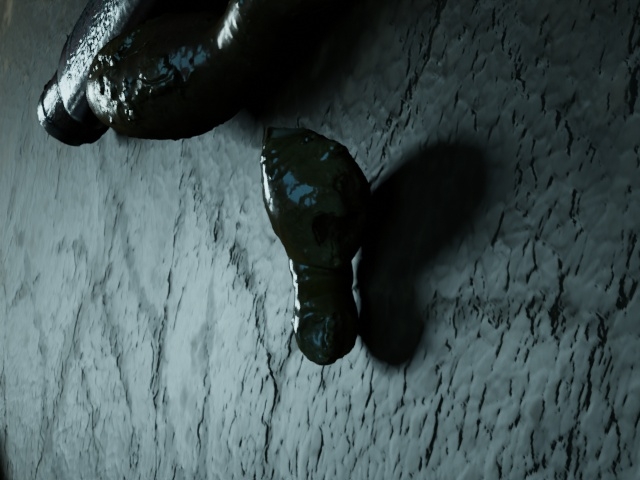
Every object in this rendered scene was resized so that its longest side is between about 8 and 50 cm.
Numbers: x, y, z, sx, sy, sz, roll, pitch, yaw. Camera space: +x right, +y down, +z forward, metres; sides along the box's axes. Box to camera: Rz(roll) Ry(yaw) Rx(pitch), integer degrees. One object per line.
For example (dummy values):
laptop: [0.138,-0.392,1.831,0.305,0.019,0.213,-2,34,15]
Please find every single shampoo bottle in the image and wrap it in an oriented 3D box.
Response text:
shampoo bottle: [-0.177,-0.193,1.625,0.323,0.084,0.129,132,145,-51]

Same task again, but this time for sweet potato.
sweet potato: [-0.092,-0.142,1.392,0.385,0.109,0.109,-16,66,58]

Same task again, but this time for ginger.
ginger: [0.004,-0.004,1.161,0.096,0.067,0.165,-45,54,52]
